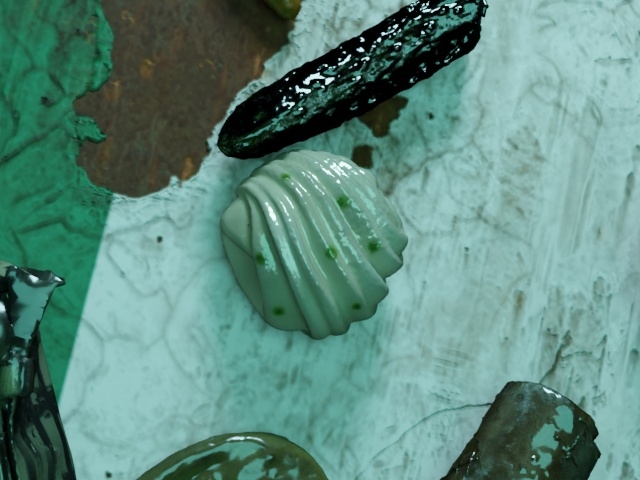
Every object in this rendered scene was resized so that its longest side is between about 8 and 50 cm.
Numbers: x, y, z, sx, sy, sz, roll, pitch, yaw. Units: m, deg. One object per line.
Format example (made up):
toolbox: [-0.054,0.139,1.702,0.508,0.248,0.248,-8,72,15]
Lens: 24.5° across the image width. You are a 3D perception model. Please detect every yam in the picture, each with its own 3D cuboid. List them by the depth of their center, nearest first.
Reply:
yam: [0.157,0.275,1.388,0.131,0.131,0.279,37,75,-8]

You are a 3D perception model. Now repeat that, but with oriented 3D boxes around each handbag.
handbag: [-0.272,0.176,1.182,0.163,0.327,0.325,-10,87,-20]

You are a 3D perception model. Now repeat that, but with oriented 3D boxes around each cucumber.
cucumber: [0.029,-0.157,1.431,0.303,0.081,0.072,-31,82,-13]

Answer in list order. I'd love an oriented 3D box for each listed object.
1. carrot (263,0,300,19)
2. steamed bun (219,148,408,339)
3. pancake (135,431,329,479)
carrot: [-0.060,-0.278,1.439,0.048,0.048,0.139,-37,96,-16]
steamed bun: [0.000,0.000,1.389,0.183,0.106,0.182,1,85,-14]
pancake: [-0.082,0.293,1.358,0.242,0.050,0.241,2,82,-14]
